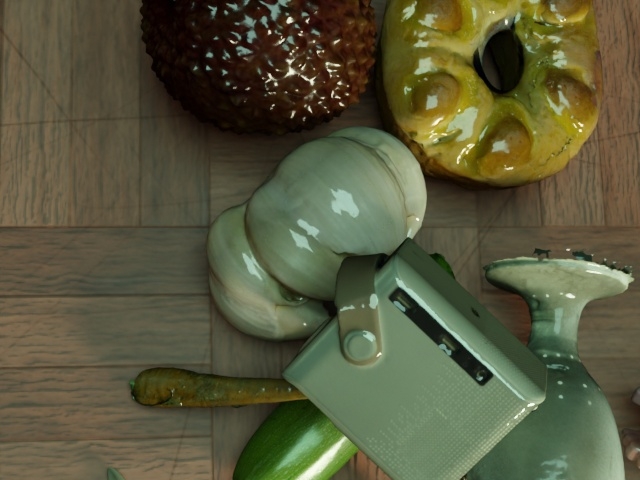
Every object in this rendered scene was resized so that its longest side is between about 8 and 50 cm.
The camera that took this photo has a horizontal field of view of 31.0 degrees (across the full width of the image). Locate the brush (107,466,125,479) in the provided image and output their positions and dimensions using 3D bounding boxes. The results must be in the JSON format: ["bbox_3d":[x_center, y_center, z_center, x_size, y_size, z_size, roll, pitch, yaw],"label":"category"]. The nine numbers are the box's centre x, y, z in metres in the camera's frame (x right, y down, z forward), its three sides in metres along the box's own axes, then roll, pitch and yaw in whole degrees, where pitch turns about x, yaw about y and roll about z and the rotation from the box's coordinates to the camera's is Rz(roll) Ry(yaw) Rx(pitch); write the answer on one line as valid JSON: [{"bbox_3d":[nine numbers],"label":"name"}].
[{"bbox_3d":[-0.168,0.385,1.281,0.039,0.042,0.299,-33,81,27],"label":"brush"}]

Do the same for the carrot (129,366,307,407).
[{"bbox_3d":[-0.097,0.167,1.293,0.254,0.049,0.049,-1,77,18],"label":"carrot"}]

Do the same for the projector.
[{"bbox_3d":[0.090,0.125,1.184,0.242,0.163,0.177,44,103,1],"label":"projector"}]

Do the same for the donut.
[{"bbox_3d":[0.202,-0.212,1.396,0.299,0.150,0.317,43,70,-1],"label":"donut"}]

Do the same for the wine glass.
[{"bbox_3d":[0.256,0.199,1.306,0.190,0.190,0.357,10,77,-5],"label":"wine glass"}]

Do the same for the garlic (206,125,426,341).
[{"bbox_3d":[0.005,-0.008,1.312,0.281,0.184,0.203,-40,78,-15],"label":"garlic"}]

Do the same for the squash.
[{"bbox_3d":[0.033,0.175,1.322,0.107,0.107,0.395,42,75,3],"label":"squash"}]

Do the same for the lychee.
[{"bbox_3d":[-0.074,-0.249,1.319,0.304,0.276,0.275,20,74,-31],"label":"lychee"}]

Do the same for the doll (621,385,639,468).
[{"bbox_3d":[0.470,0.224,1.345,0.262,0.093,0.211,-12,50,-24],"label":"doll"}]
